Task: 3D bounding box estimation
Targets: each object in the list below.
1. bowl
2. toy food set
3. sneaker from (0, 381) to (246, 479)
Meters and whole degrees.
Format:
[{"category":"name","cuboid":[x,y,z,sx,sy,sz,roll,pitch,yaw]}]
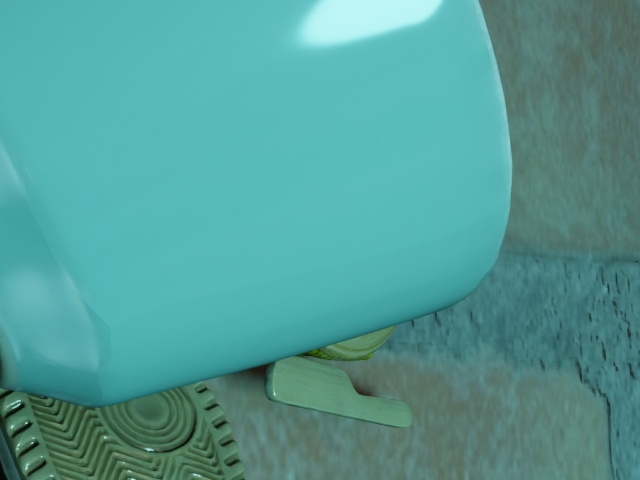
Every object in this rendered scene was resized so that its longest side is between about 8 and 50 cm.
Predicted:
[{"category":"bowl","cuboid":[-0.095,-0.062,0.542,0.163,0.311,0.311,-36,109,-22]},{"category":"toy food set","cuboid":[0.000,0.000,0.782,0.132,0.039,0.192,23,62,-48]},{"category":"sneaker","cuboid":[-0.076,0.166,0.645,0.099,0.153,0.282,-22,69,-42]}]
